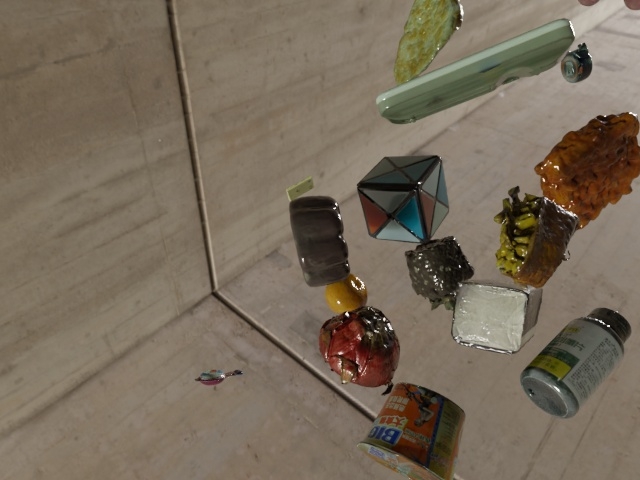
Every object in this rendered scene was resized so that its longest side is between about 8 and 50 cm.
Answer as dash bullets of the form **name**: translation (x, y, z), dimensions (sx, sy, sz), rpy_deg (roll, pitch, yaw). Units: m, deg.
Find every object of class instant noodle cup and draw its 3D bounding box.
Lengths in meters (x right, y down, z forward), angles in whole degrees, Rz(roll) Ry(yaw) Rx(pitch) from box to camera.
- **instant noodle cup**: translation (0.280, 0.565, 1.382), dimensions (0.296, 0.296, 0.214), rpy_deg (20, -119, 18)

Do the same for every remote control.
- **remote control**: translation (0.271, -0.290, 0.852), dimensions (0.335, 0.065, 0.128), rpy_deg (-18, 177, 21)

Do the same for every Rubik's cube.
- **Rubik's cube**: translation (0.311, -0.158, 1.746), dimensions (0.246, 0.250, 0.248), rpy_deg (5, -141, 35)

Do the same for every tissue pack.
- **tissue pack**: translation (0.559, 0.226, 1.470), dimensions (0.210, 0.198, 0.370), rpy_deg (3, 179, 30)

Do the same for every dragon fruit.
- **dragon fruit**: translation (0.117, 0.240, 1.178), dimensions (0.218, 0.148, 0.224), rpy_deg (20, -146, -6)

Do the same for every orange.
- **orange**: translation (0.086, 0.189, 1.643), dimensions (0.159, 0.136, 0.159), rpy_deg (24, -139, -22)

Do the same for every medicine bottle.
- **medicine bottle**: translation (0.629, 0.285, 1.145), dimensions (0.293, 0.141, 0.141), rpy_deg (-34, -128, -21)

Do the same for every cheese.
- **cheese**: translation (-0.314, 0.419, 1.453), dimensions (0.145, 0.038, 0.095), rpy_deg (-3, 179, -27)

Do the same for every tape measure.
- **tape measure**: translation (0.744, -0.526, 1.447), dimensions (0.180, 0.107, 0.104), rpy_deg (-22, -171, -20)

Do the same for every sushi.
- **sushi**: translation (0.465, -0.011, 1.049), dimensions (0.179, 0.167, 0.296), rpy_deg (32, -120, 16)

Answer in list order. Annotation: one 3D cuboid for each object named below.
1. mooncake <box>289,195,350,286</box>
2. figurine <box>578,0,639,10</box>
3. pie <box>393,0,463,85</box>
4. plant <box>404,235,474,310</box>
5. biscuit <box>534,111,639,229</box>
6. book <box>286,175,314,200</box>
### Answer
- **mooncake**: translation (0.000, 0.000, 1.448), dimensions (0.154, 0.306, 0.306), rpy_deg (-10, -139, 2)
- **figurine**: translation (0.762, -0.743, 1.172), dimensions (0.211, 0.261, 0.270), rpy_deg (8, -159, -46)
- **pie**: translation (0.286, -0.556, 1.287), dimensions (0.105, 0.274, 0.257), rpy_deg (18, -136, -18)
- **plant**: translation (0.474, 0.153, 1.837), dimensions (0.213, 0.312, 0.215), rpy_deg (-22, -173, -32)
- **biscuit**: translation (0.812, -0.208, 1.413), dimensions (0.318, 0.312, 0.110), rpy_deg (-34, -144, -1)
- **book**: translation (-0.078, -0.200, 1.806), dimensions (0.111, 0.077, 0.014), rpy_deg (-30, -116, -8)
